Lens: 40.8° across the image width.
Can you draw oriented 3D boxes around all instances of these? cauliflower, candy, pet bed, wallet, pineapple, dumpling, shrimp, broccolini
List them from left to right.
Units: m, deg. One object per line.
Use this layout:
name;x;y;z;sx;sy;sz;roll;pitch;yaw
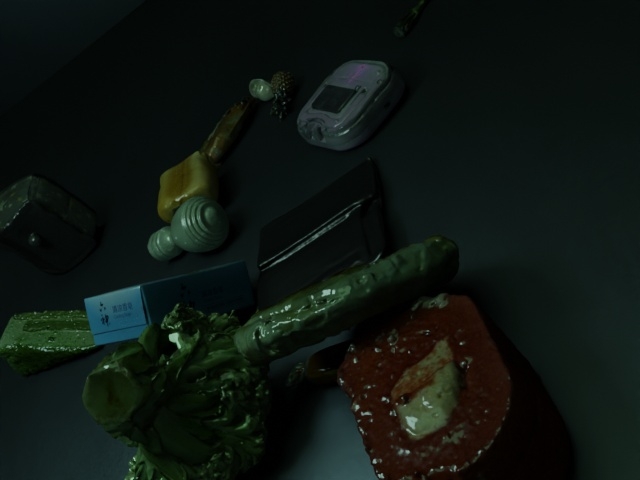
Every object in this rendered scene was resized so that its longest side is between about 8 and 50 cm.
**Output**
pet bed;-0.628;-0.023;1.948;0.183;0.211;0.159;-24;45;25
cauliflower;-0.197;0.217;1.135;0.272;0.250;0.275;-40;50;7
shrimp;-0.220;-0.234;1.925;0.236;0.053;0.133;-60;15;-21
dumpling;-0.130;-0.342;1.933;0.043;0.059;0.077;-54;34;-3
pineapple;-0.089;-0.311;1.854;0.058;0.058;0.124;-21;37;30
wallet;0.000;0.000;1.388;0.247;0.041;0.323;-32;29;15
candy;0.028;0.166;1.152;0.182;0.046;0.053;-22;40;38
broccolini;0.193;-0.467;1.772;0.140;0.030;0.035;-53;-3;-26

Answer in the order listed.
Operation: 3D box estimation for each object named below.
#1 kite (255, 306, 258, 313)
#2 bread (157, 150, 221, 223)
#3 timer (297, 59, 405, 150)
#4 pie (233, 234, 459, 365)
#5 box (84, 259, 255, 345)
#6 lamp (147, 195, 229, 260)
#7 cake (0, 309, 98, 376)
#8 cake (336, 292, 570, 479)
kite;-0.101;0.170;1.320;0.127;0.016;0.229;-2;46;51
bread;-0.263;-0.099;1.755;0.134;0.085;0.173;-29;32;14
timer;0.053;-0.258;1.623;0.190;0.069;0.208;-52;34;-12
pie;0.040;0.072;1.086;0.306;0.071;0.306;-22;-4;-1
box;-0.235;0.098;1.370;0.143;0.083;0.232;-14;1;39
lamp;-0.253;-0.017;1.639;0.193;0.106;0.106;-23;35;44
cake;-0.520;0.182;1.684;0.235;0.099;0.100;-19;40;31
cake;0.142;0.177;0.913;0.177;0.151;0.283;-41;26;9
